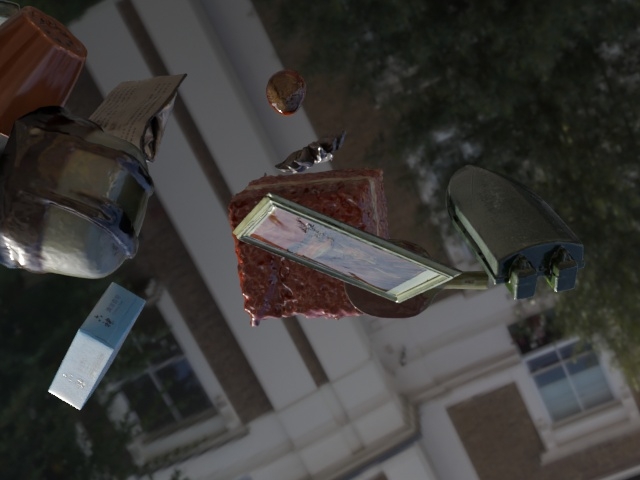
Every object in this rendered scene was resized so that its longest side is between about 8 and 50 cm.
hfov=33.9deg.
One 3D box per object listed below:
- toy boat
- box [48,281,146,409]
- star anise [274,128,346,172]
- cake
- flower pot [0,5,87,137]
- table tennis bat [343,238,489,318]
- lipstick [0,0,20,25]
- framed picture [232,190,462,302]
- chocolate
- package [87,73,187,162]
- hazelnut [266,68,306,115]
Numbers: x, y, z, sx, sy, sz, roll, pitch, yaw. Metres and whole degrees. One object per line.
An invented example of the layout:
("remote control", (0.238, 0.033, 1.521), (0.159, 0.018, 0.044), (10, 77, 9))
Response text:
("toy boat", (0.276, -0.030, 1.595), (0.141, 0.092, 0.319), (-10, -145, -11))
("box", (-0.438, 0.208, 2.056), (0.232, 0.083, 0.142), (-53, -172, 42))
("star anise", (-0.018, -0.218, 2.685), (0.182, 0.065, 0.195), (-23, -171, 45))
("cake", (0.000, 0.000, 2.055), (0.269, 0.270, 0.319), (-4, -167, 14))
("flower pot", (-0.479, -0.275, 1.711), (0.173, 0.190, 0.190), (-47, -167, 16))
("table tennis bat", (0.153, 0.062, 1.689), (0.234, 0.131, 0.022), (-1, -169, 10))
("lipstick", (-0.708, -0.408, 2.315), (0.077, 0.253, 0.079), (8, -137, -15))
("framed picture", (0.027, 0.018, 1.406), (0.216, 0.273, 0.016), (141, -31, -70))
("chocolate", (-0.372, -0.065, 1.657), (0.186, 0.284, 0.283), (13, -147, 16))
("package", (-0.397, -0.245, 2.155), (0.204, 0.062, 0.251), (2, -120, 33))
("hazelnut", (-0.064, -0.278, 1.954), (0.086, 0.086, 0.086), (-24, -162, 8))
